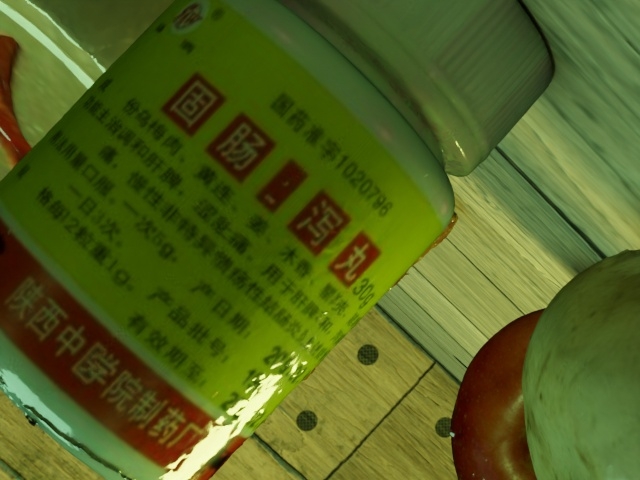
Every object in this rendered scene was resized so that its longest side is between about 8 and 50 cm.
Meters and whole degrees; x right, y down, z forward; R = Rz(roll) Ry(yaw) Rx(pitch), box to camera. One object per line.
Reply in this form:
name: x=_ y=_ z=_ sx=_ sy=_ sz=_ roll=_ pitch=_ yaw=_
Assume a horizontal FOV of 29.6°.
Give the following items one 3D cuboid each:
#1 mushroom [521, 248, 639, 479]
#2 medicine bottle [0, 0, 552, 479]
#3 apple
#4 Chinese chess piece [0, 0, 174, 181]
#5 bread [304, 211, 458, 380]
mushroom: x=0.156 y=0.081 z=0.515 sx=0.166 sy=0.127 sz=0.166 roll=62 pitch=169 yaw=21
medicine bottle: x=-0.029 y=-0.022 z=0.476 sx=0.139 sy=0.225 sz=0.139 roll=43 pitch=176 yaw=3
apple: x=0.153 y=0.118 z=0.716 sx=0.163 sy=0.163 sz=0.139 roll=42 pitch=-176 yaw=19
Chinese chess piece: x=-0.148 y=-0.109 z=0.712 sx=0.338 sy=0.140 sz=0.338 roll=27 pitch=152 yaw=15
bread: x=0.000 y=0.000 z=0.881 sx=0.132 sy=0.172 sz=0.103 roll=45 pitch=177 yaw=-13
